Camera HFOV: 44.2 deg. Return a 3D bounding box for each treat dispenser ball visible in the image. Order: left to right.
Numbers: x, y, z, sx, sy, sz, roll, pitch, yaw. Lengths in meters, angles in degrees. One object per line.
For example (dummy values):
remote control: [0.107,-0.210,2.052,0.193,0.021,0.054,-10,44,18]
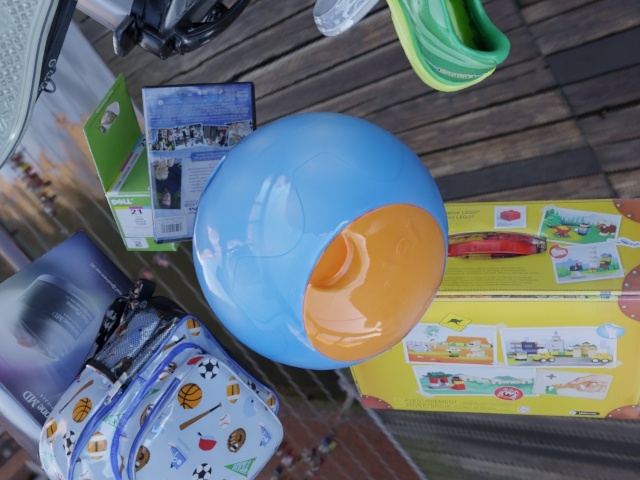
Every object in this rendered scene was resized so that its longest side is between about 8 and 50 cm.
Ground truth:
treat dispenser ball: [0.000,0.000,0.892,0.288,0.288,0.288,29,147,21]

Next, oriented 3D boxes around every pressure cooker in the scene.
pressure cooker: [-0.315,-0.566,1.506,0.420,0.375,0.370,33,115,0]

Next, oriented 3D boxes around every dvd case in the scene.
dvd case: [-0.189,-0.126,1.277,0.022,0.180,0.253,-150,56,-65]

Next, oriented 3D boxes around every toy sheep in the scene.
toy sheep: [-0.463,-0.223,1.753,0.091,0.091,0.132,16,115,37]

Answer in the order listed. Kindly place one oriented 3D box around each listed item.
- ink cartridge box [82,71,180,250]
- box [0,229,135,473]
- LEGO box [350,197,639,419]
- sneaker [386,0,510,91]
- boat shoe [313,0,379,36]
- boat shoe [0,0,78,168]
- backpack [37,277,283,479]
ink cartridge box: [-0.297,-0.135,1.357,0.096,0.189,0.255,1,131,13]
box: [-0.445,0.195,1.386,0.296,0.294,0.183,44,143,6]
LEGO box: [0.289,0.124,1.331,0.499,0.193,0.373,-1,140,15]
sneaker: [0.105,-0.295,0.815,0.296,0.109,0.123,51,150,-21]
boat shoe: [0.075,-0.466,1.205,0.103,0.320,0.118,27,-167,-32]
boat shoe: [-0.514,-0.304,1.286,0.186,0.156,0.500,28,109,-1]
backpack: [-0.197,0.238,0.977,0.276,0.263,0.213,51,165,-31]
